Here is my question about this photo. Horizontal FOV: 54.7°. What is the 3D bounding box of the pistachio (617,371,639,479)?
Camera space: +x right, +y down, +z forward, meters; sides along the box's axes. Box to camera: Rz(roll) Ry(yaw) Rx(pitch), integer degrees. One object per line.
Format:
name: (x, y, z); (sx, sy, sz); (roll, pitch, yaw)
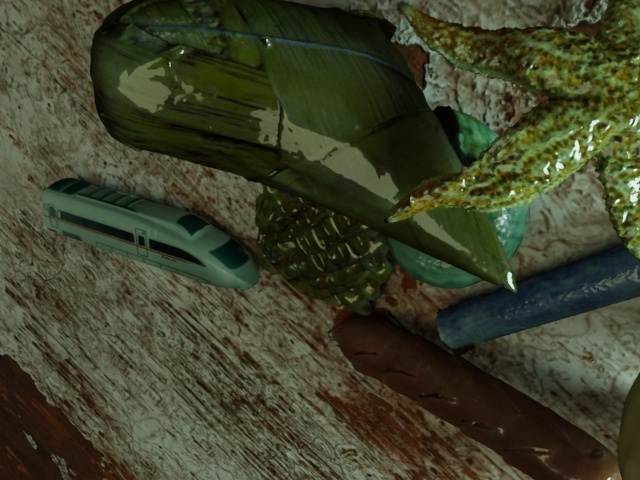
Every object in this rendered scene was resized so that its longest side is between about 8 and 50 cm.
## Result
pistachio: (0.388, 0.144, 0.538); (0.194, 0.318, 0.214); (32, 167, 15)

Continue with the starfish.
starfish: (0.225, -0.129, 0.489); (0.348, 0.078, 0.357); (15, 90, 4)

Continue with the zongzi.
zongzi: (-0.021, -0.078, 0.561); (0.360, 0.323, 0.159); (65, 150, 31)

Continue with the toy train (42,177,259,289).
toy train: (-0.273, -0.018, 0.996); (0.407, 0.086, 0.088); (16, 118, 24)

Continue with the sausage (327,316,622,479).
sausage: (0.174, 0.195, 0.784); (0.433, 0.088, 0.087); (25, 129, 38)

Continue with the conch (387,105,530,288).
conch: (0.148, -0.037, 0.691); (0.175, 0.122, 0.188); (55, 132, 20)

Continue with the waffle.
waffle: (-0.001, 0.001, 0.850); (0.224, 0.054, 0.203); (24, 126, 21)

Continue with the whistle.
whistle: (0.269, 0.063, 0.709); (0.304, 0.062, 0.062); (-28, 99, 40)
